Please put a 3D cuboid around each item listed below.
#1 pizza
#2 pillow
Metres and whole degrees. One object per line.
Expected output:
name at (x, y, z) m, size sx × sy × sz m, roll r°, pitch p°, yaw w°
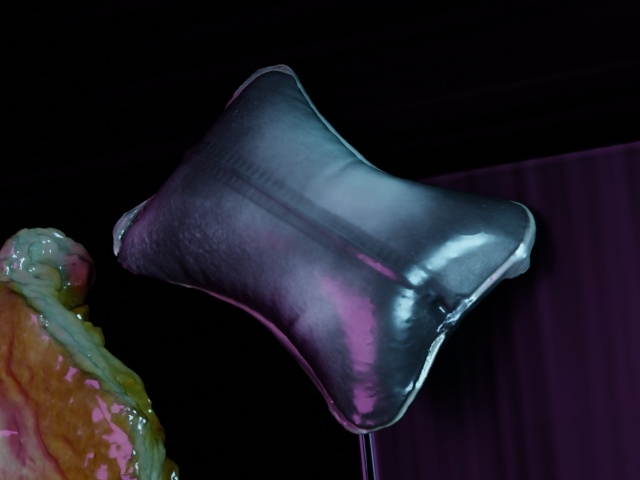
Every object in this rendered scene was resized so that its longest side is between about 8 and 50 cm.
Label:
pizza at (-0.099, 0.130, 0.723) m, size 0.134 × 0.056 × 0.271 m, roll -13°, pitch 81°, yaw 34°
pillow at (-0.001, -0.001, 0.662) m, size 0.135 × 0.055 × 0.091 m, roll 35°, pitch 105°, yaw 26°
